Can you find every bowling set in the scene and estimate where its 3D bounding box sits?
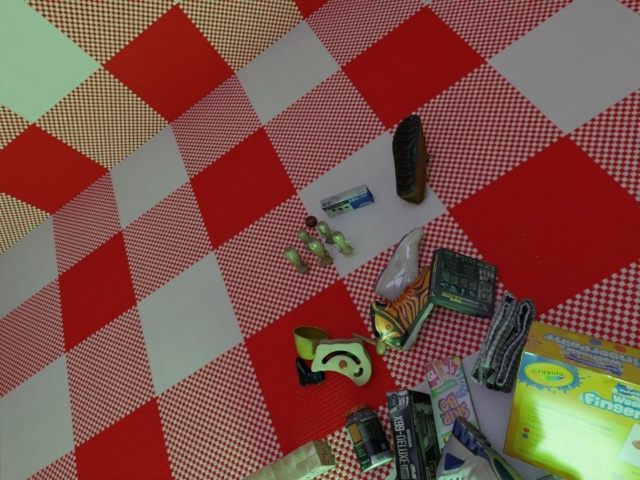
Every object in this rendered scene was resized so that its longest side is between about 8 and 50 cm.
[{"bbox_3d":[0.000,0.000,1.834,0.286,0.154,0.200,-16,44,21],"label":"bowling set"}]

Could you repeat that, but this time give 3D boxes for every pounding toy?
[{"bbox_3d":[0.108,0.431,1.602,0.269,0.155,0.154,-4,91,7],"label":"pounding toy"}]

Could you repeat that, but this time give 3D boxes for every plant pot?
[{"bbox_3d":[-0.042,0.398,1.680,0.134,0.134,0.095,13,100,30],"label":"plant pot"}]

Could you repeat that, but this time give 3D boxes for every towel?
[{"bbox_3d":[0.565,0.323,1.339,0.121,0.235,0.284,21,79,26],"label":"towel"}]

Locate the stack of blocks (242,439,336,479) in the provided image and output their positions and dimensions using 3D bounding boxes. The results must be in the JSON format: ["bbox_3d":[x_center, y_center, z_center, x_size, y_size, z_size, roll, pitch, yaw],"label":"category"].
[{"bbox_3d":[-0.099,0.794,1.499,0.297,0.171,0.087,-33,58,9],"label":"stack of blocks"}]

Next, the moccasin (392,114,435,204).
[{"bbox_3d":[0.381,-0.333,1.781,0.139,0.147,0.380,-18,65,35],"label":"moccasin"}]

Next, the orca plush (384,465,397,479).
[{"bbox_3d":[0.225,0.821,1.399,0.287,0.102,0.151,-58,12,-17],"label":"orca plush"}]

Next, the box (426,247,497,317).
[{"bbox_3d":[0.480,0.145,1.476,0.232,0.059,0.184,17,70,-15],"label":"box"}]

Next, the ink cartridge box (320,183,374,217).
[{"bbox_3d":[0.113,-0.165,1.854,0.207,0.097,0.046,-19,61,18],"label":"ink cartridge box"}]

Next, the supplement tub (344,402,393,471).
[{"bbox_3d":[0.156,0.655,1.465,0.117,0.117,0.190,-30,58,12],"label":"supplement tub"}]

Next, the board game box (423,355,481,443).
[{"bbox_3d":[0.431,0.522,1.438,0.124,0.039,0.260,-19,64,18],"label":"board game box"}]

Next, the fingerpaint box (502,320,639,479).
[{"bbox_3d":[0.738,0.455,1.122,0.444,0.163,0.371,12,118,30],"label":"fingerpaint box"}]

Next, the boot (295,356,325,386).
[{"bbox_3d":[-0.039,0.495,1.674,0.099,0.045,0.121,-22,68,19],"label":"boot"}]

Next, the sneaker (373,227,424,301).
[{"bbox_3d":[0.327,0.098,1.647,0.152,0.114,0.305,29,83,14],"label":"sneaker"}]

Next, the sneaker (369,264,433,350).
[{"bbox_3d":[0.281,0.216,1.523,0.180,0.124,0.321,23,91,-5],"label":"sneaker"}]

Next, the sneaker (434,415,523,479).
[{"bbox_3d":[0.434,0.669,1.236,0.182,0.127,0.315,-57,17,7],"label":"sneaker"}]

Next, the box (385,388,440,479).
[{"bbox_3d":[0.294,0.624,1.334,0.076,0.242,0.308,-17,61,24],"label":"box"}]

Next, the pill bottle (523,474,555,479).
[{"bbox_3d":[0.537,0.764,1.201,0.283,0.161,0.161,-30,59,12],"label":"pill bottle"}]
